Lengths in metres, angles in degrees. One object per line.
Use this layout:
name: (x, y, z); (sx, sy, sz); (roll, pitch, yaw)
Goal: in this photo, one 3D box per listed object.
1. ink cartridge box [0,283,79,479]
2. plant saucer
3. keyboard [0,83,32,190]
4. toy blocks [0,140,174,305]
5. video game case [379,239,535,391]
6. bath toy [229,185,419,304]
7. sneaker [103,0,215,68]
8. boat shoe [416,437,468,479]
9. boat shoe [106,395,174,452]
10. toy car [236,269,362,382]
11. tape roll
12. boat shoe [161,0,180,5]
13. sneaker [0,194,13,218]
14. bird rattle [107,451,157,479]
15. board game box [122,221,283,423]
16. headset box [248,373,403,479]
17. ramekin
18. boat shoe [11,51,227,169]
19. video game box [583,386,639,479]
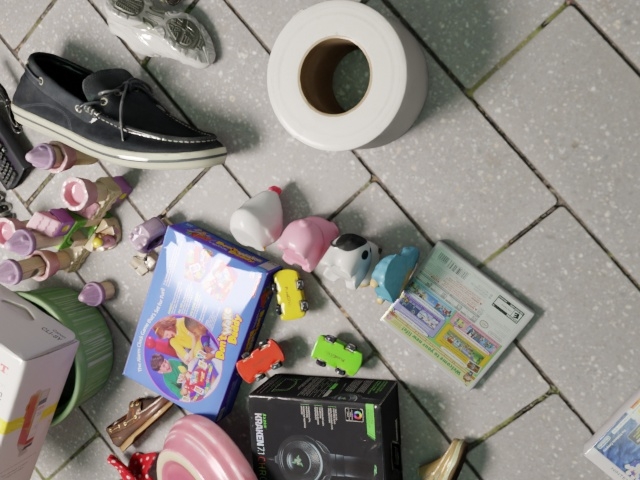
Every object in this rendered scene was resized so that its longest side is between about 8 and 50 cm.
ink cartridge box: (-0.693, 0.308, 1.449); (0.279, 0.160, 0.385); (28, 107, 15)
plant saucer: (-0.226, 0.515, 1.430); (0.332, 0.084, 0.332); (24, 124, 41)
keyboard: (-0.736, -0.278, 1.585); (0.201, 0.033, 0.317); (-39, 84, 36)
toy blocks: (-0.519, -0.010, 1.444); (0.309, 0.260, 0.288); (44, 110, 10)
video game case: (0.245, 0.137, 1.307); (0.212, 0.023, 0.193); (38, 109, 11)
bath toy: (0.000, 0.000, 1.326); (0.348, 0.151, 0.129); (23, 68, 19)
sneaker: (-0.314, -0.399, 1.412); (0.232, 0.090, 0.115); (30, 152, -3)
boat shoe: (0.213, 0.444, 1.346); (0.072, 0.068, 0.190); (28, 107, 27)
boat shoe: (-0.392, 0.379, 1.556); (0.207, 0.073, 0.073); (-42, 84, 21)
toy car: (-0.023, 0.196, 1.393); (0.225, 0.053, 0.239); (23, 96, 9)
tape roll: (0.051, -0.277, 1.239); (0.246, 0.169, 0.246); (3, 100, 20)
boat shoe: (-0.227, -0.533, 1.353); (0.073, 0.080, 0.223); (44, 106, 15)
sneaker: (-0.820, -0.134, 1.625); (0.118, 0.110, 0.292); (-28, 91, 33)
bird rattle: (-0.416, 0.593, 1.575); (0.207, 0.143, 0.253); (-42, 79, 37)
board game box: (-0.245, 0.167, 1.466); (0.233, 0.078, 0.347); (25, 106, 15)
headset box: (0.023, 0.397, 1.371); (0.283, 0.131, 0.246); (0, 99, 20)
ramekin: (-0.606, 0.246, 1.575); (0.303, 0.148, 0.303); (3, 99, 20)
boat shoe: (-0.403, -0.253, 1.409); (0.500, 0.187, 0.156); (22, 111, 22)
video game box: (0.582, 0.346, 1.200); (0.187, 0.048, 0.205); (38, 109, 9)
